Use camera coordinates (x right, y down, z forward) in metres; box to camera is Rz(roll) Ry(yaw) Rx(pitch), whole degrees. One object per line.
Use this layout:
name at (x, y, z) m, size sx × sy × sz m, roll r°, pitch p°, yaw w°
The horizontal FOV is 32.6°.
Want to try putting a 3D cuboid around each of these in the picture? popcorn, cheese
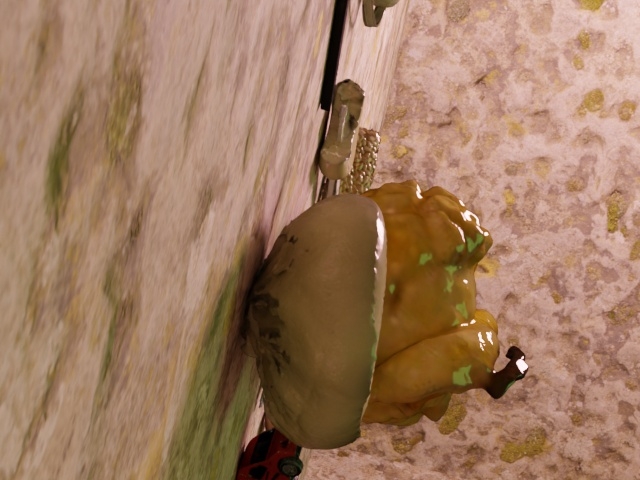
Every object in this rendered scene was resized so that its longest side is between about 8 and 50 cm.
popcorn at (0.119, 0.101, 1.461) m, size 0.349 × 0.381 × 0.349 m, roll -27°, pitch 132°, yaw -34°
cheese at (0.026, -0.125, 1.656) m, size 0.235 × 0.049 × 0.127 m, roll 99°, pitch 3°, yaw -58°

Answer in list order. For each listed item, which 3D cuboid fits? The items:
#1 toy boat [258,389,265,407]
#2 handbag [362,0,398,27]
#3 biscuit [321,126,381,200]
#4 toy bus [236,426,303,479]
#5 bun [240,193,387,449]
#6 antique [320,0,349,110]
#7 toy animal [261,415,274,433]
toy boat at (-0.055, 0.168, 1.585) m, size 0.105 × 0.034 × 0.149 m, roll -14°, pitch 115°, yaw -80°
handbag at (0.106, -0.427, 1.627) m, size 0.256 × 0.079 × 0.219 m, roll 76°, pitch 31°, yaw -78°
biscuit at (0.047, -0.110, 1.825) m, size 0.070 × 0.082 × 0.168 m, roll 165°, pitch -62°, yaw -72°
toy bus at (-0.069, 0.327, 1.528) m, size 0.081 × 0.089 × 0.195 m, roll -70°, pitch 173°, yaw -53°
bun at (-0.010, 0.083, 1.199) m, size 0.287 × 0.146 × 0.287 m, roll -172°, pitch -90°, yaw -84°
antique at (0.021, -0.256, 1.413) m, size 0.031 × 0.015 × 0.192 m, roll -72°, pitch 174°, yaw -52°
toy animal at (-0.049, 0.285, 1.746) m, size 0.114 × 0.091 × 0.082 m, roll -49°, pitch 138°, yaw -78°
